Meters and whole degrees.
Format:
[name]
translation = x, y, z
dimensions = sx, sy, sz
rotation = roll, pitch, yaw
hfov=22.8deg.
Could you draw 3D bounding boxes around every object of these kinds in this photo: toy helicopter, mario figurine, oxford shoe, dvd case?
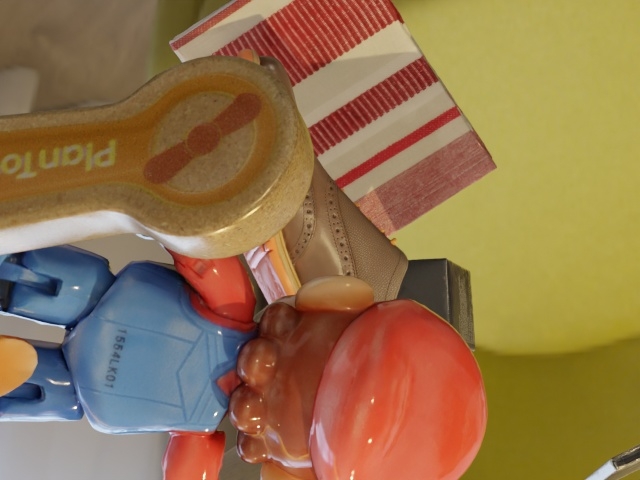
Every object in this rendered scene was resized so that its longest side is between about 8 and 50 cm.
[toy helicopter]
translation = -0.176, -0.004, 0.678
dimensions = 0.355, 0.235, 0.140
rotation = -7, 152, 15
[mario figurine]
translation = -0.067, 0.066, 0.868
dimensions = 0.320, 0.170, 0.198
rotation = 14, 134, 1
[oxford shoe]
translation = 0.000, 0.000, 1.424
dimensions = 0.133, 0.363, 0.130
rotation = -13, 179, -11
[dvd case]
translation = 0.351, 0.207, 1.614
dimensions = 0.164, 0.018, 0.221
rotation = -25, 165, -6

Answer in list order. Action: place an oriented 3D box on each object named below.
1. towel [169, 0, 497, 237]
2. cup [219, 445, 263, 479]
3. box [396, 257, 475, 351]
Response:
[towel]
translation = 0.016, -0.152, 1.793
dimensions = 0.237, 0.037, 0.329
rotation = -32, 106, 12
[cup]
translation = -0.063, 0.324, 1.174
dimensions = 0.237, 0.331, 0.331
rotation = -18, 154, -29
[box]
translation = 0.072, 0.072, 1.658
dimensions = 0.156, 0.093, 0.158
rotation = -3, 174, 14
